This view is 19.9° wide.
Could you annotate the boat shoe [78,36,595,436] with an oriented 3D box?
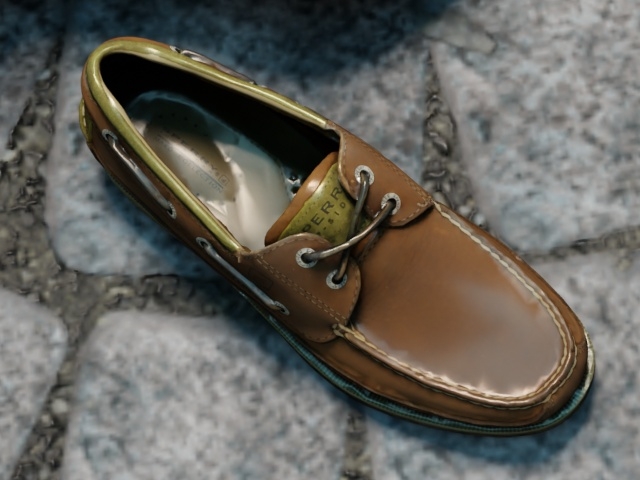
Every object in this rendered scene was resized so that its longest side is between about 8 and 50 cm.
[{"bbox_3d":[0.000,0.000,0.936,0.307,0.104,0.110,30,78,13],"label":"boat shoe"}]
